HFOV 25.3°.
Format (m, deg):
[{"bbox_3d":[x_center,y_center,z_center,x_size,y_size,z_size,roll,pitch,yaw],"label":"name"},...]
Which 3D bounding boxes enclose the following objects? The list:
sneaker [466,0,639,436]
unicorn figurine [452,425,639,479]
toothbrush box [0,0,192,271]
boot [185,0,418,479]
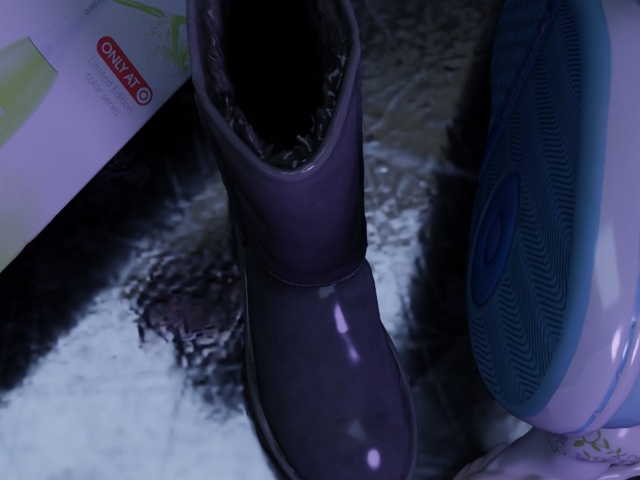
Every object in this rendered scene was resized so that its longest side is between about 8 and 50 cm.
[{"bbox_3d":[0.174,-0.030,0.562,0.208,0.127,0.319,19,42,-5],"label":"sneaker"},{"bbox_3d":[0.105,0.091,0.582,0.111,0.162,0.060,-9,49,-26],"label":"unicorn figurine"},{"bbox_3d":[-0.188,-0.085,0.537,0.283,0.122,0.206,-48,124,-19],"label":"toothbrush box"},{"bbox_3d":[-0.002,0.002,0.535,0.076,0.208,0.189,-17,75,-11],"label":"boot"}]
